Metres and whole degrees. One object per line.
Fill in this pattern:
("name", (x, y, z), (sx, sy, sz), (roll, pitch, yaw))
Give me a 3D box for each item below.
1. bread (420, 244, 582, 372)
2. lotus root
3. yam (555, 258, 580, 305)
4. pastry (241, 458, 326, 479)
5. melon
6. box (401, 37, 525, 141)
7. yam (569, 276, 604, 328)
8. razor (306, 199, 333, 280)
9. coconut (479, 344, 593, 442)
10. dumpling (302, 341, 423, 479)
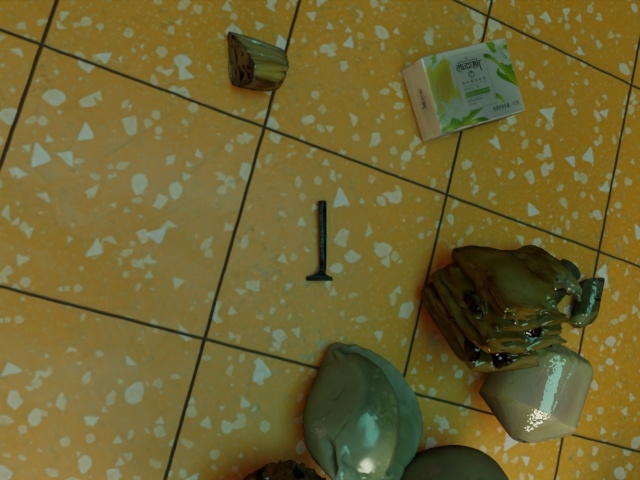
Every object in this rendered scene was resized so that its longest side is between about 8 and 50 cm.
("bread", (0.450, 0.130, 1.703), (0.370, 0.314, 0.191), (-11, 129, -18))
("lotus root", (-0.142, -0.388, 1.634), (0.135, 0.095, 0.159), (7, 43, -26))
("yam", (0.610, 0.129, 1.897), (0.169, 0.068, 0.068), (-46, 102, -17))
("pastry", (-0.065, 0.631, 1.475), (0.405, 0.292, 0.337), (8, 100, -14))
("melon", (0.270, 0.603, 1.627), (0.330, 0.268, 0.268), (-28, 97, -1))
("box", (0.356, -0.376, 1.812), (0.260, 0.111, 0.194), (-19, 93, -19))
("yam", (0.713, 0.165, 1.933), (0.069, 0.070, 0.146), (21, 78, -19))
("razor", (0.002, 0.001, 1.692), (0.066, 0.033, 0.190), (-2, 82, 20))
("coconut", (0.521, 0.372, 1.761), (0.239, 0.239, 0.244), (33, 76, -16))
("dumpling", (0.090, 0.388, 1.573), (0.270, 0.212, 0.321), (17, 77, 11))
